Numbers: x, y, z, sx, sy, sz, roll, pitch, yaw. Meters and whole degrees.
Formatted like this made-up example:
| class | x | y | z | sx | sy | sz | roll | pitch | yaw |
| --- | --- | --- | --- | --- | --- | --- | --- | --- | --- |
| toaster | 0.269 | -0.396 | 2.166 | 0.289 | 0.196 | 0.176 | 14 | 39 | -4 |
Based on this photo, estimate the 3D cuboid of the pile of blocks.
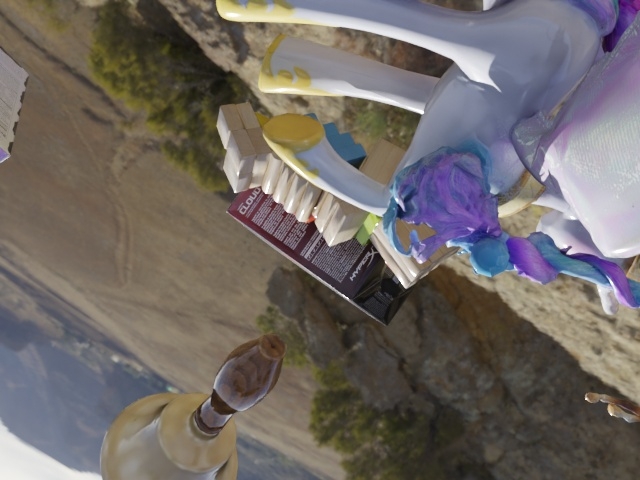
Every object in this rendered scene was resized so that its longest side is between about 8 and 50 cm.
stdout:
| class | x | y | z | sx | sy | sz | roll | pitch | yaw |
| --- | --- | --- | --- | --- | --- | --- | --- | --- | --- |
| pile of blocks | 0.024 | -0.066 | 0.929 | 0.362 | 0.149 | 0.112 | 32 | 149 | 3 |

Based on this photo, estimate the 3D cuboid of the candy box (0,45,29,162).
| class | x | y | z | sx | sy | sz | roll | pitch | yaw |
| --- | --- | --- | --- | --- | --- | --- | --- | --- | --- |
| candy box | -0.445 | -0.134 | 0.828 | 0.070 | 0.165 | 0.196 | 51 | -165 | -41 |

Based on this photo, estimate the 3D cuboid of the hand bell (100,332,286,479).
| class | x | y | z | sx | sy | sz | roll | pitch | yaw |
| --- | --- | --- | --- | --- | --- | --- | --- | --- | --- |
| hand bell | -0.081 | 0.132 | 0.538 | 0.126 | 0.126 | 0.242 | 34 | 136 | -5 |

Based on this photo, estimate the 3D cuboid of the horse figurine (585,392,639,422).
| class | x | y | z | sx | sy | sz | roll | pitch | yaw |
| --- | --- | --- | --- | --- | --- | --- | --- | --- | --- |
| horse figurine | 0.425 | 0.237 | 0.786 | 0.174 | 0.263 | 0.066 | 6 | 118 | -8 |

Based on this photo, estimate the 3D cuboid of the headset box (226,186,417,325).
| class | x | y | z | sx | sy | sz | roll | pitch | yaw |
| --- | --- | --- | --- | --- | --- | --- | --- | --- | --- |
| headset box | 0.000 | 0.000 | 1.138 | 0.293 | 0.110 | 0.218 | 34 | 177 | 25 |

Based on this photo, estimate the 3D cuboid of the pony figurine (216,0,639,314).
| class | x | y | z | sx | sy | sz | roll | pitch | yaw |
| --- | --- | --- | --- | --- | --- | --- | --- | --- | --- |
| pony figurine | 0.126 | -0.110 | 0.410 | 0.363 | 0.303 | 0.351 | 28 | 144 | 8 |
